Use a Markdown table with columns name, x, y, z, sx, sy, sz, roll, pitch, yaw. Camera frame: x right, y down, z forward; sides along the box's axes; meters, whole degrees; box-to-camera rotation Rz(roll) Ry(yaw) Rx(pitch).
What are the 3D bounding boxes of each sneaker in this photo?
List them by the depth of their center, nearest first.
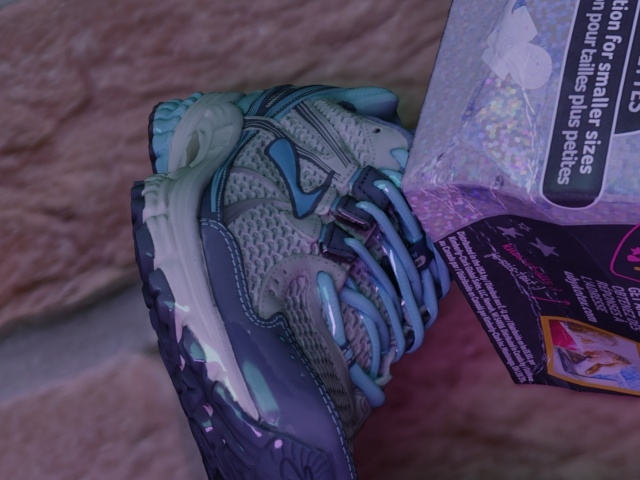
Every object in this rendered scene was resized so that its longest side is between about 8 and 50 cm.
| name | x | y | z | sx | sy | sz | roll | pitch | yaw |
| --- | --- | --- | --- | --- | --- | --- | --- | --- | --- |
| sneaker | 0.000 | 0.000 | 0.582 | 0.122 | 0.110 | 0.283 | -14 | 27 | 1 |

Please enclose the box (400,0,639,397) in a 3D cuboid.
| name | x | y | z | sx | sy | sz | roll | pitch | yaw |
| --- | --- | --- | --- | --- | --- | --- | --- | --- | --- |
| box | 0.144 | -0.082 | 0.589 | 0.142 | 0.163 | 0.247 | 4 | 62 | 25 |
